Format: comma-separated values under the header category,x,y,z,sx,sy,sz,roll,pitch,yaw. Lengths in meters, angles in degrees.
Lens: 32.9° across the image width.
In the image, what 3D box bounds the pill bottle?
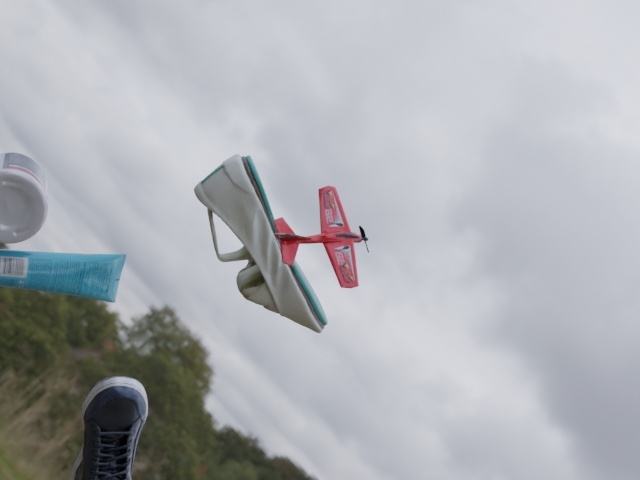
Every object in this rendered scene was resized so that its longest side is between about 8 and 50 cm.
category,x,y,z,sx,sy,sz,roll,pitch,yaw
pill bottle,-0.450,-0.070,1.577,0.108,0.108,0.180,53,0,-22

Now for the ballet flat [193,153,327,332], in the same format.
category,x,y,z,sx,sy,sz,roll,pitch,yaw
ballet flat,-0.112,0.025,1.931,0.139,0.139,0.400,31,-27,50

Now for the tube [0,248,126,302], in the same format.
category,x,y,z,sx,sy,sz,roll,pitch,yaw
tube,-0.397,0.048,1.622,0.207,0.080,0.052,7,21,-29

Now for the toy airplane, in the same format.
category,x,y,z,sx,sy,sz,roll,pitch,yaw
toy airplane,0.000,0.000,1.435,0.151,0.151,0.028,48,-39,-1

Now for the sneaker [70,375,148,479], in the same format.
category,x,y,z,sx,sy,sz,roll,pitch,yaw
sneaker,-0.249,0.289,1.317,0.163,0.086,0.226,-112,-148,-46
